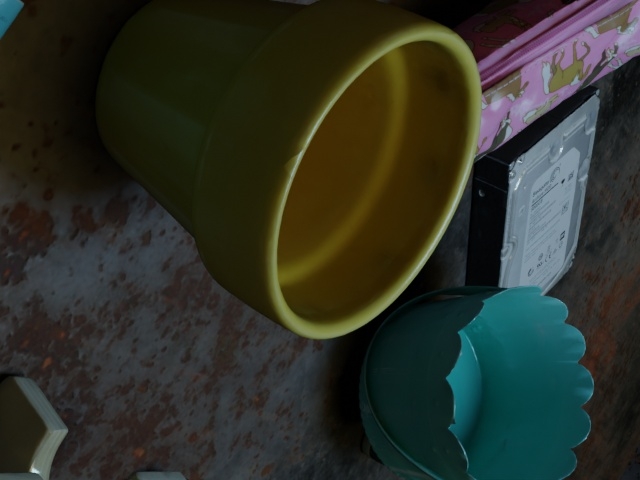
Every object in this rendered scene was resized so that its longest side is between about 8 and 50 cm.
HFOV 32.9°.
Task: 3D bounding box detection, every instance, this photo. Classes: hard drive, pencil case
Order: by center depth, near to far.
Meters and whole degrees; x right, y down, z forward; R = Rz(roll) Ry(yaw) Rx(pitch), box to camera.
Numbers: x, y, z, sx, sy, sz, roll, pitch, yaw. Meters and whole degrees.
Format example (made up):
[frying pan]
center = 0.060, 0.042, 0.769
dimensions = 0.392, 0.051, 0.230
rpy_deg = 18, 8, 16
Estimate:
[pencil case]
center = 0.204, -0.189, 1.150
dimensions = 0.386, 0.160, 0.167
rpy_deg = -33, 137, -19
[hard drive]
center = 0.306, -0.038, 1.575
dimensions = 0.237, 0.064, 0.339
rpy_deg = -37, 141, -35

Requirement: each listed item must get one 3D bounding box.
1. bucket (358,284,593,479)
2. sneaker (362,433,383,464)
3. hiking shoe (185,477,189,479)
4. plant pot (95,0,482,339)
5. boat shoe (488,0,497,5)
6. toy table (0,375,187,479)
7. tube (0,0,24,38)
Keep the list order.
[bucket]
center = 0.194, 0.194, 1.386
dimensions = 0.281, 0.183, 0.281
rpy_deg = 7, 80, -40
[sneaker]
center = 0.173, 0.261, 1.560
dimensions = 0.222, 0.118, 0.083
rpy_deg = -41, 143, -31
[hiking shoe]
center = -0.224, 0.377, 1.114
dimensions = 0.304, 0.113, 0.132
rpy_deg = -58, 180, -19
[plant pot]
center = -0.040, -0.084, 0.858
dimensions = 0.254, 0.239, 0.254
rpy_deg = -36, 140, -37
[boat shoe]
center = 0.218, -0.265, 1.283
dimensions = 0.043, 0.049, 0.137
rpy_deg = -36, 146, -32
[toy table]
center = -0.227, 0.251, 0.870
dimensions = 0.161, 0.252, 0.274
rpy_deg = -50, 163, 12
[tube]
center = -0.274, -0.087, 0.704
dimensions = 0.207, 0.052, 0.080
rpy_deg = -54, 139, 0
